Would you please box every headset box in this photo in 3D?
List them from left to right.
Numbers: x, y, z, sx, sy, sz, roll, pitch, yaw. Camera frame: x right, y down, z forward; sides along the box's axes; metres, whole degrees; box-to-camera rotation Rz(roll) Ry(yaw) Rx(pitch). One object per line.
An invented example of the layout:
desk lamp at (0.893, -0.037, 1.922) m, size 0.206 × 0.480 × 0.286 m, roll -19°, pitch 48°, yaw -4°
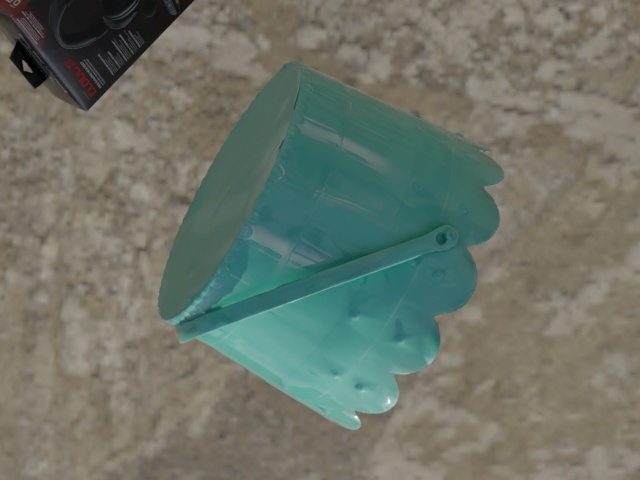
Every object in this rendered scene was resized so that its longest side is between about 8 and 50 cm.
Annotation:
headset box at (-0.104, -0.103, 0.666) m, size 0.032 × 0.083 × 0.062 m, roll 27°, pitch 159°, yaw 43°

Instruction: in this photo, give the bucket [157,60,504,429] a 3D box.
bucket at (0.000, 0.000, 1.249) m, size 0.183 × 0.281 × 0.281 m, roll 27°, pitch 135°, yaw -15°
